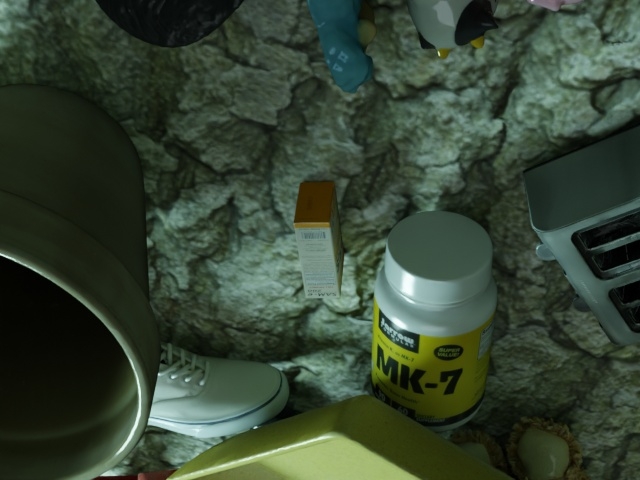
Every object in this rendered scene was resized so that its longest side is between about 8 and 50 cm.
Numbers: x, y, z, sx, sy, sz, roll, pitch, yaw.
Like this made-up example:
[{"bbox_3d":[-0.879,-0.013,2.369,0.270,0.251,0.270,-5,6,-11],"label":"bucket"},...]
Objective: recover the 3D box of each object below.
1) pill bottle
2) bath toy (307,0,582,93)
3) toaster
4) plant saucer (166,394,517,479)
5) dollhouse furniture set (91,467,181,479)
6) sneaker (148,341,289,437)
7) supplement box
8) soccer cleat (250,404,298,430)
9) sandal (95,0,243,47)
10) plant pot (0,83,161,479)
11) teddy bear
[{"bbox_3d":[0.110,0.080,1.169,0.119,0.119,0.208,4,132,5],"label":"pill bottle"},{"bbox_3d":[0.155,-0.222,0.882,0.348,0.129,0.151,-17,161,24],"label":"bath toy"},{"bbox_3d":[0.295,-0.011,1.064,0.185,0.110,0.168,-22,126,25],"label":"toaster"},{"bbox_3d":[0.057,0.267,1.258,0.332,0.081,0.333,33,146,-24],"label":"plant saucer"},{"bbox_3d":[-0.288,0.254,1.316,0.201,0.152,0.374,-18,162,32],"label":"dollhouse furniture set"},{"bbox_3d":[-0.165,0.151,1.291,0.258,0.094,0.091,-1,136,10],"label":"sneaker"},{"bbox_3d":[0.000,0.000,1.150,0.036,0.062,0.098,-1,133,8],"label":"supplement box"},{"bbox_3d":[-0.044,0.251,1.378,0.060,0.072,0.179,-7,131,14],"label":"soccer cleat"},{"bbox_3d":[-0.068,-0.301,0.831,0.167,0.107,0.446,8,135,-23],"label":"sandal"},{"bbox_3d":[-0.279,0.018,1.060,0.323,0.280,0.323,4,132,5],"label":"plant pot"},{"bbox_3d":[0.262,0.331,1.400,0.245,0.113,0.338,-34,112,24],"label":"teddy bear"}]
